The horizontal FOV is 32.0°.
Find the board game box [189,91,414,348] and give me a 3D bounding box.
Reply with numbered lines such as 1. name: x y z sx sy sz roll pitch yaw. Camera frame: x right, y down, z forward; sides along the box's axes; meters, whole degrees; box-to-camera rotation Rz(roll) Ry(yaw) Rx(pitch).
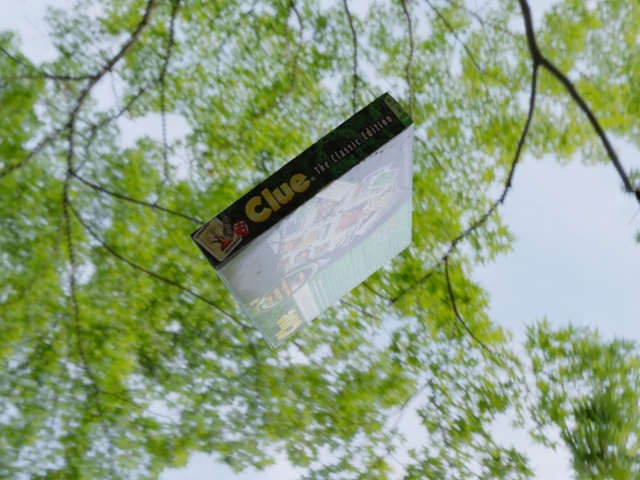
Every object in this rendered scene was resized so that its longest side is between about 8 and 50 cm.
1. board game box: 0.000 0.000 0.716 0.136 0.260 0.030 -39 -104 -7
